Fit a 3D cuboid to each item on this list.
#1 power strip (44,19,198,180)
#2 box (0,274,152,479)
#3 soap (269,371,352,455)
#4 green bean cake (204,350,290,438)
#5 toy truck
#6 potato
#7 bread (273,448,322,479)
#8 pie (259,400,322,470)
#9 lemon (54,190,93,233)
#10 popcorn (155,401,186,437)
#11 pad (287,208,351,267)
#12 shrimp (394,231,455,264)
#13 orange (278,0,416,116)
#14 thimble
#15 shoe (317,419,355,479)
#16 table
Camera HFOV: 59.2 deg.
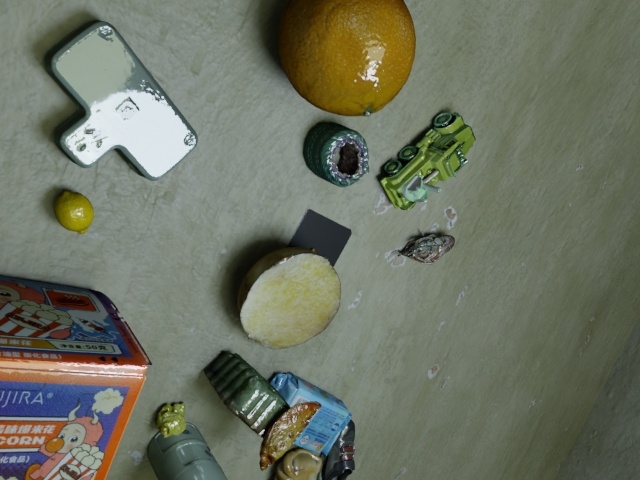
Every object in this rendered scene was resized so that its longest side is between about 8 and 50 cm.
[{"bbox_3d":[-0.349,-0.206,0.941,0.193,0.059,0.265,-46,130,-15],"label":"power strip"},{"bbox_3d":[-0.506,0.210,0.857,0.349,0.319,0.256,17,99,-39],"label":"box"},{"bbox_3d":[-0.047,0.449,1.458,0.156,0.077,0.293,-52,130,-2],"label":"soap"},{"bbox_3d":[-0.156,0.347,1.264,0.094,0.181,0.173,-45,127,-12],"label":"green bean cake"},{"bbox_3d":[0.280,-0.181,1.358,0.259,0.135,0.128,-46,130,-13],"label":"toy truck"},{"bbox_3d":[-0.083,0.114,1.253,0.239,0.116,0.299,-31,138,-12],"label":"potato"},{"bbox_3d":[-0.078,0.670,1.539,0.134,0.081,0.225,3,108,-42],"label":"bread"},{"bbox_3d":[-0.074,0.413,1.220,0.191,0.033,0.088,-46,129,-17],"label":"pie"},{"bbox_3d":[-0.421,-0.048,0.964,0.062,0.062,0.083,-28,125,-23],"label":"lemon"},{"bbox_3d":[-0.326,0.398,1.248,0.083,0.068,0.059,-54,171,-53],"label":"popcorn"},{"bbox_3d":[0.000,0.000,1.328,0.157,0.003,0.112,25,96,-40],"label":"pad"},{"bbox_3d":[0.279,0.022,1.498,0.191,0.074,0.073,-7,148,-22],"label":"shrimp"},{"bbox_3d":[0.050,-0.350,1.028,0.264,0.264,0.264,-16,119,-30],"label":"orange"},{"bbox_3d":[0.036,-0.183,1.210,0.118,0.090,0.135,-37,130,-13],"label":"thimble"},{"bbox_3d":[0.058,0.622,1.592,0.099,0.112,0.227,13,105,-38],"label":"shoe"},{"bbox_3d":[-0.283,0.510,1.224,0.127,0.220,0.126,-14,118,-28],"label":"table"}]
